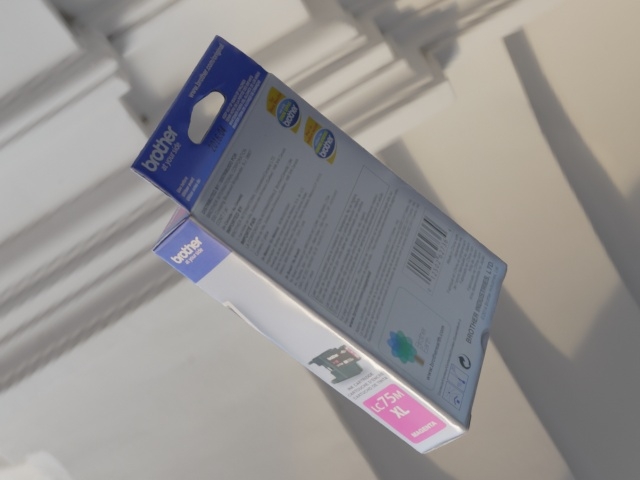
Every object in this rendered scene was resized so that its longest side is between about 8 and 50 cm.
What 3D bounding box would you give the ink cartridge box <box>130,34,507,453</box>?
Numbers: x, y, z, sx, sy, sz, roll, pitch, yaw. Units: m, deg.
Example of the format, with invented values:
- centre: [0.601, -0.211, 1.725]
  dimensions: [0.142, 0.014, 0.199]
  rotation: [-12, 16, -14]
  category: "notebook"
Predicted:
- centre: [0.000, 0.000, 0.947]
  dimensions: [0.065, 0.311, 0.185]
  rotation: [-36, -159, 40]
  category: "ink cartridge box"
